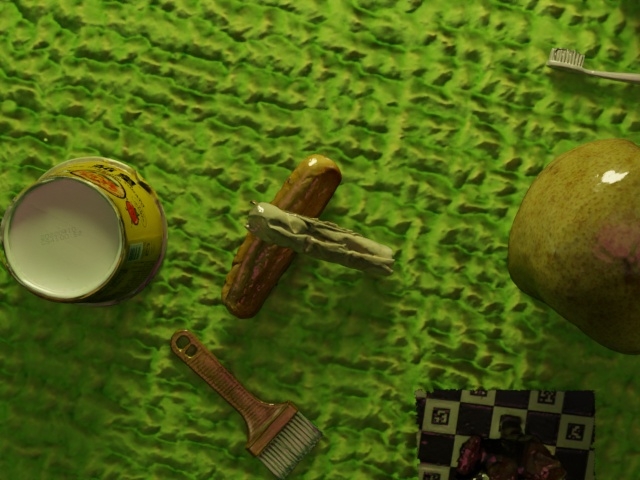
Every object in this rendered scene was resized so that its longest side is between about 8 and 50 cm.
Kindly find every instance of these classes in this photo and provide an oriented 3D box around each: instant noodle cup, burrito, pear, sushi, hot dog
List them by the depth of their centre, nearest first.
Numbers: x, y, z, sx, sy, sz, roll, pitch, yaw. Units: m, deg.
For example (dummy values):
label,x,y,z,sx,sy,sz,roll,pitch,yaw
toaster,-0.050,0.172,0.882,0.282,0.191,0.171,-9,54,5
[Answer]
label,x,y,z,sx,sy,sz,roll,pitch,yaw
pear,0.328,0.000,1.284,0.228,0.188,0.211,31,102,0
instant noodle cup,-0.275,-0.006,1.334,0.182,0.144,0.182,0,93,3
burrito,0.000,0.000,1.345,0.185,0.041,0.045,16,110,-21
hot dog,-0.053,-0.008,1.373,0.066,0.047,0.216,27,97,-36
sushi,0.216,0.257,1.383,0.210,0.040,0.193,-2,101,0

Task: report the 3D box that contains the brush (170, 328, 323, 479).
label,x,y,z,sx,sy,sz,roll,pitch,yaw
brush,-0.099,0.188,1.407,0.218,0.010,0.082,43,95,0

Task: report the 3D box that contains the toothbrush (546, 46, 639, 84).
label,x,y,z,sx,sy,sz,roll,pitch,yaw
toothbrush,0.398,-0.183,1.355,0.275,0.019,0.025,13,86,2
